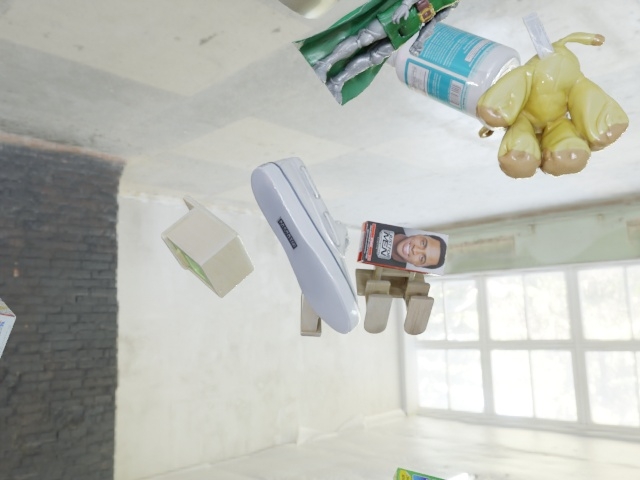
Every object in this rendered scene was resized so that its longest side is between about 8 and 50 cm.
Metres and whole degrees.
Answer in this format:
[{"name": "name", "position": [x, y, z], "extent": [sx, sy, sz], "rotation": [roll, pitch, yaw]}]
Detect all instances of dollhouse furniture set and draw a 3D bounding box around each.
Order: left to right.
[{"name": "dollhouse furniture set", "position": [0.085, 0.100, 1.112], "extent": [0.242, 0.161, 0.212], "rotation": [4, -144, -4]}]

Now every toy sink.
[{"name": "toy sink", "position": [-0.306, 0.014, 1.444], "extent": [0.234, 0.131, 0.152], "rotation": [35, 157, 33]}]

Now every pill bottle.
[{"name": "pill bottle", "position": [0.255, -0.356, 1.138], "extent": [0.264, 0.146, 0.146], "rotation": [35, -168, 29]}]

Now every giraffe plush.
[{"name": "giraffe plush", "position": [0.298, -0.181, 0.788], "extent": [0.181, 0.210, 0.170], "rotation": [-5, 175, 5]}]

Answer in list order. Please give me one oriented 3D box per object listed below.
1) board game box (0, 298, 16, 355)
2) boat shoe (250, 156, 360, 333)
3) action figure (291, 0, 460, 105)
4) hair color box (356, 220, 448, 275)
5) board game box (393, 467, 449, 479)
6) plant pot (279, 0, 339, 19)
[{"name": "board game box", "position": [-0.789, 0.170, 1.111], "extent": [0.142, 0.144, 0.275], "rotation": [19, 177, 45]}, {"name": "boat shoe", "position": [0.000, 0.000, 0.774], "extent": [0.084, 0.258, 0.095], "rotation": [-27, -178, -32]}, {"name": "action figure", "position": [0.095, -0.258, 0.661], "extent": [0.232, 0.063, 0.137], "rotation": [-36, 152, 12]}, {"name": "hair color box", "position": [0.137, 0.014, 0.939], "extent": [0.141, 0.072, 0.043], "rotation": [9, 174, -7]}, {"name": "board game box", "position": [0.266, 0.668, 1.237], "extent": [0.214, 0.046, 0.317], "rotation": [15, -151, -1]}, {"name": "plant pot", "position": [-0.012, -0.425, 0.618], "extent": [0.191, 0.284, 0.284], "rotation": [-30, 159, 28]}]
